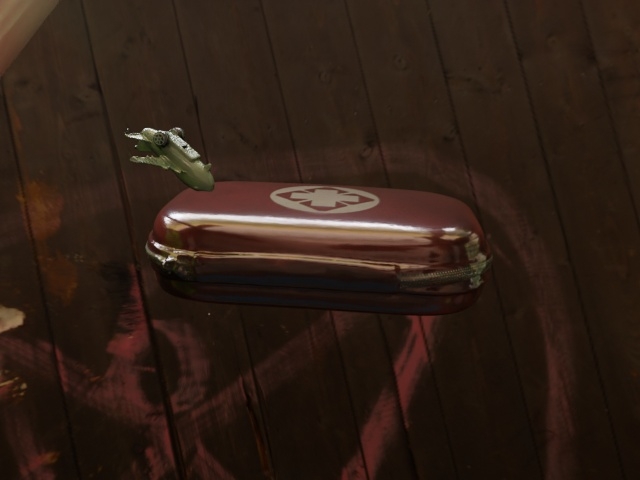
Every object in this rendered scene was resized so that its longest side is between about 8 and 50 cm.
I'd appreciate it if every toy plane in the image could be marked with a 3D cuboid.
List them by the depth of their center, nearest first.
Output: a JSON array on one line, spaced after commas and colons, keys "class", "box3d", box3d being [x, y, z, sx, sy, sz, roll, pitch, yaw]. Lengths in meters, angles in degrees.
[{"class": "toy plane", "box3d": [-0.118, -0.070, 0.578, 0.083, 0.080, 0.033, 35, -67, 7]}]

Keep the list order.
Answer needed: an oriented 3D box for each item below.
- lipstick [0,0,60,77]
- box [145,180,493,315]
[{"class": "lipstick", "box3d": [-0.251, -0.230, 0.582, 0.087, 0.087, 0.327, 26, -116, -6]}, {"class": "box", "box3d": [0.000, 0.000, 0.854, 0.403, 0.263, 0.108, 3, -73, 2]}]
